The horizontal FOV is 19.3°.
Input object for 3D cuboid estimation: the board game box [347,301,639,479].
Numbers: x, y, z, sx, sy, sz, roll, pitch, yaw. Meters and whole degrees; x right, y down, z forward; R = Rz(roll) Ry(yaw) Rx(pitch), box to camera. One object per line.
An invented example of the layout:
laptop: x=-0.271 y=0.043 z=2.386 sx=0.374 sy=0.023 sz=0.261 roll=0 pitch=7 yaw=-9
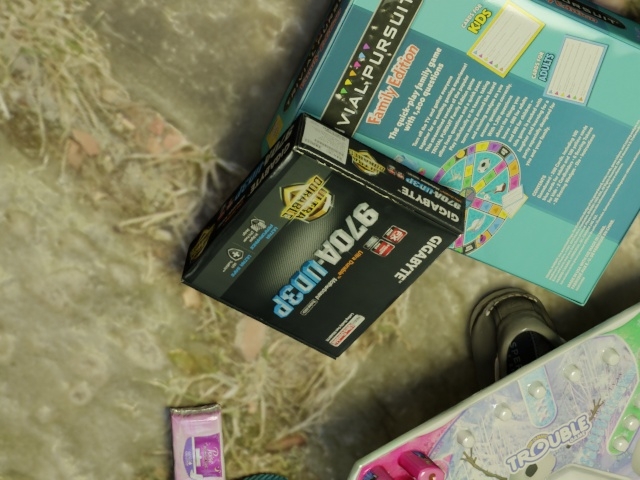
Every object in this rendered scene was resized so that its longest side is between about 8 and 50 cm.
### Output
board game box: x=0.249 y=0.281 z=1.791 sx=0.390 sy=0.050 sz=0.390 roll=-27 pitch=122 yaw=-14

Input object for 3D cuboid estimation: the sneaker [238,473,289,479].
sneaker: x=-0.129 y=0.300 z=1.817 sx=0.228 sy=0.087 sz=0.092 roll=-12 pitch=109 yaw=-2

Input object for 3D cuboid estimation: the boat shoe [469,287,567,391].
boat shoe: x=0.225 y=0.208 z=1.834 sx=0.112 sy=0.095 sz=0.335 roll=-21 pitch=107 yaw=-2

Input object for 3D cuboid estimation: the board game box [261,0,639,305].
board game box: x=0.150 y=-0.118 z=1.719 sx=0.336 sy=0.079 sz=0.254 roll=23 pitch=114 yaw=-13

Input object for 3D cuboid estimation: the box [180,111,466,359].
box: x=0.000 y=0.000 z=1.711 sx=0.175 sy=0.051 sz=0.220 roll=28 pitch=133 yaw=-17

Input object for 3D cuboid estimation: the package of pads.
package of pads: x=-0.118 y=0.200 z=1.818 sx=0.050 sy=0.032 sz=0.083 roll=-4 pitch=106 yaw=-5
